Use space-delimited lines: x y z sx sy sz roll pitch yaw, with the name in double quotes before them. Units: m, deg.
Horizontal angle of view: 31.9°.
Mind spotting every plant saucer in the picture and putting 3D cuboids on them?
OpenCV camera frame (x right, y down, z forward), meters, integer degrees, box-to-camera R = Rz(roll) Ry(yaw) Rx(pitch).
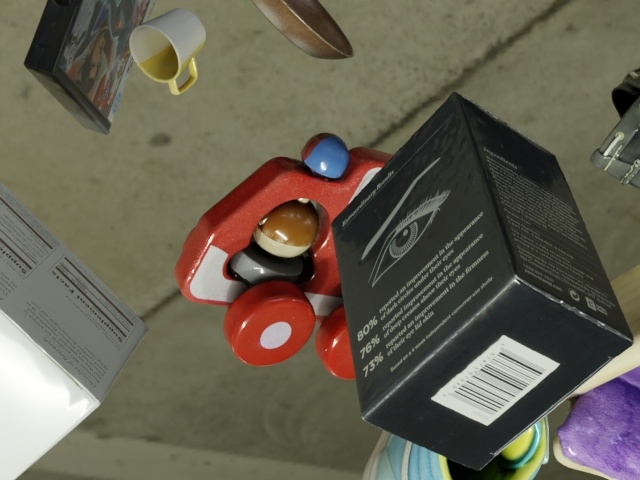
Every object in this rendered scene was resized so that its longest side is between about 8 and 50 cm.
"plant saucer" -0.040 -0.283 1.343 0.036 0.199 0.198 -42 139 17

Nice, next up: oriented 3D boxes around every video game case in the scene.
"video game case" -0.215 -0.254 1.150 0.035 0.248 0.275 19 174 1

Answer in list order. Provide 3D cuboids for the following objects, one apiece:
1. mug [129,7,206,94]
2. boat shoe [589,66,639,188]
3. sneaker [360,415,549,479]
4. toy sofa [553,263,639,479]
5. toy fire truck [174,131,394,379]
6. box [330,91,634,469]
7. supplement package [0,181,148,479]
"mug" -0.149 -0.195 1.118 0.062 0.064 0.078 33 138 9
"boat shoe" 0.331 -0.149 1.104 0.079 0.233 0.084 21 148 12
"sneaker" 0.153 0.138 1.062 0.127 0.319 0.208 27 146 -12
"toy sofa" 0.406 0.180 1.052 0.362 0.177 0.150 30 145 -12
"toy fire truck" 0.000 0.000 1.243 0.302 0.169 0.254 13 117 -37
"box" 0.101 0.024 0.777 0.108 0.207 0.153 27 123 -26
"supplement package" -0.298 0.059 0.797 0.204 0.145 0.262 -42 99 15
